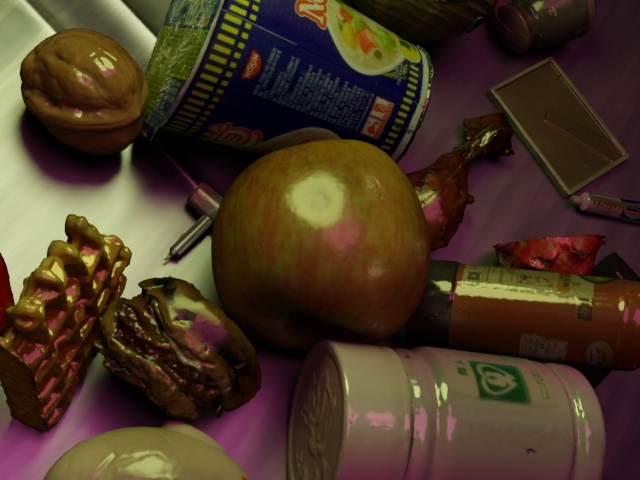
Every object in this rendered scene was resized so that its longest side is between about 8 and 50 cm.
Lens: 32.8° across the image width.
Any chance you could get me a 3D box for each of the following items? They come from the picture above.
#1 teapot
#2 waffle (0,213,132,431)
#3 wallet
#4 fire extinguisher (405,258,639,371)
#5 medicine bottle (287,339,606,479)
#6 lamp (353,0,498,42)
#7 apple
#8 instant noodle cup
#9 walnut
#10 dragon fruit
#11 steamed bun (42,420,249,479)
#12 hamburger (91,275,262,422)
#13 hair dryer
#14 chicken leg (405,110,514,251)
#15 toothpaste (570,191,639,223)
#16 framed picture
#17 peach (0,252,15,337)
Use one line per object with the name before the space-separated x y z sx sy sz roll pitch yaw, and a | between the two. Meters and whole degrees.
teapot | 0.334 -0.362 1.683 0.146 0.116 0.148 -28 83 -19
waffle | -0.272 0.069 1.182 0.057 0.229 0.219 22 56 8
wallet | 0.384 0.122 1.528 0.244 0.025 0.124 -36 83 -31
fire extinguisher | 0.305 0.091 1.383 0.376 0.200 0.113 6 101 15
medicine bottle | 0.143 0.233 1.276 0.325 0.212 0.212 7 64 -18
lamp | 0.138 -0.380 1.554 0.250 0.250 0.284 25 101 -9
apple | 0.000 0.000 1.301 0.264 0.264 0.264 8 64 -18
instant noodle cup | -0.038 -0.212 1.394 0.312 0.284 0.284 19 61 -22
walnut | -0.285 -0.184 1.332 0.166 0.166 0.149 43 50 1
dragon fruit | 0.316 0.049 1.481 0.153 0.153 0.111 -6 90 -24
steamed bun | -0.185 0.274 1.160 0.228 0.177 0.130 0 34 -10
hamburger | -0.145 0.113 1.231 0.183 0.206 0.130 45 102 7
hair dryer | -0.162 -0.016 1.375 0.063 0.037 0.114 41 66 3
chicken leg | 0.183 -0.095 1.519 0.113 0.093 0.304 34 54 9
toothpaste | 0.449 -0.048 1.631 0.170 0.028 0.045 9 75 -21
framed picture | 0.364 -0.176 1.663 0.150 0.015 0.203 -31 80 -30
peach | -0.437 0.078 1.131 0.226 0.190 0.196 -14 78 -24
